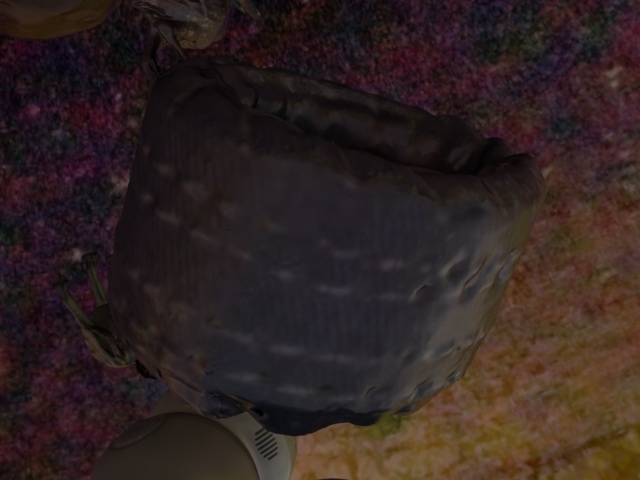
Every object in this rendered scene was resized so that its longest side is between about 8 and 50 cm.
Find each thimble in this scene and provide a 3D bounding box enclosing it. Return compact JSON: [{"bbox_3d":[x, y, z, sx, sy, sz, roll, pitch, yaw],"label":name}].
[{"bbox_3d":[0.000,0.000,0.449,0.236,0.205,0.172,-2,120,-38],"label":"thimble"}]

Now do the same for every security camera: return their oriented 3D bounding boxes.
[{"bbox_3d":[-0.143,0.272,0.837,0.194,0.195,0.236,-34,-173,23],"label":"security camera"}]

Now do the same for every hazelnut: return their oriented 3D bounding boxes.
[{"bbox_3d":[-0.361,-0.349,0.974,0.218,0.234,0.218,-4,105,-17],"label":"hazelnut"}]

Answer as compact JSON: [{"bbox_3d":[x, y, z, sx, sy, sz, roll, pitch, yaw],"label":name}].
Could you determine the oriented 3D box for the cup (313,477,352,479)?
[{"bbox_3d":[0.023,0.377,0.552,0.259,0.274,0.357,-3,125,48],"label":"cup"}]

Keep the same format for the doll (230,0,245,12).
[{"bbox_3d":[-0.134,-0.421,1.248,0.050,0.076,0.083,6,118,-16],"label":"doll"}]

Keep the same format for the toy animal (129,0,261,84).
[{"bbox_3d":[-0.170,-0.290,1.002,0.090,0.324,0.195,0,138,19],"label":"toy animal"}]

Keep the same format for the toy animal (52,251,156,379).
[{"bbox_3d":[-0.209,0.094,0.820,0.073,0.176,0.217,-19,-172,-1],"label":"toy animal"}]
